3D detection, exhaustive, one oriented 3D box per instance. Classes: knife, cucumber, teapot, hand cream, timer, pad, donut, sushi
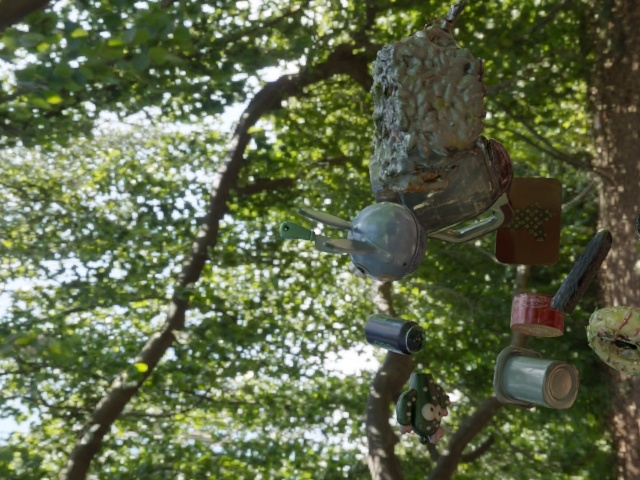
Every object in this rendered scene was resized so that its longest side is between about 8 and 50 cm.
[{"bbox_3d":[-0.001,0.001,1.803,0.034,0.260,0.063,105,-178,-66],"label":"knife"},{"bbox_3d":[0.600,0.069,1.344,0.058,0.052,0.215,4,-63,-42],"label":"cucumber"},{"bbox_3d":[0.316,-0.111,1.429,0.233,0.312,0.315,-83,-30,-46],"label":"teapot"},{"bbox_3d":[0.814,0.281,2.207,0.193,0.193,0.125,57,-137,-65],"label":"hand cream"},{"bbox_3d":[0.087,0.012,1.133,0.175,0.255,0.175,37,134,53],"label":"timer"},{"bbox_3d":[0.611,-0.059,1.730,0.004,0.181,0.267,37,-123,-67],"label":"pad"},{"bbox_3d":[0.600,0.200,1.141,0.068,0.174,0.174,-47,-35,-23],"label":"donut"},{"bbox_3d":[0.151,-0.209,0.881,0.184,0.139,0.274,171,94,-79],"label":"sushi"}]

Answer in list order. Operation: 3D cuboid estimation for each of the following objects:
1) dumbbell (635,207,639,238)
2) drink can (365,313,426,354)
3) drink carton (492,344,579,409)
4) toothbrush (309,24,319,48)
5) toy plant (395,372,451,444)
[{"bbox_3d":[0.867,-0.109,1.354,0.322,0.203,0.204,-48,-40,-38],"label":"dumbbell"},{"bbox_3d":[0.251,0.317,1.992,0.118,0.205,0.118,-3,-85,-37],"label":"drink can"},{"bbox_3d":[0.658,0.431,1.792,0.189,0.191,0.185,1,73,67],"label":"drink carton"},{"bbox_3d":[-0.022,-0.703,2.035,0.006,0.008,0.097,-62,-30,-26],"label":"toothbrush"},{"bbox_3d":[0.362,0.589,2.058,0.232,0.112,0.243,38,-123,-22],"label":"toy plant"}]
